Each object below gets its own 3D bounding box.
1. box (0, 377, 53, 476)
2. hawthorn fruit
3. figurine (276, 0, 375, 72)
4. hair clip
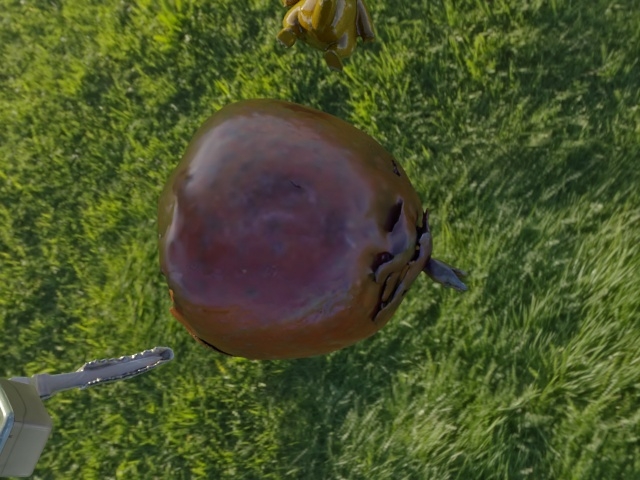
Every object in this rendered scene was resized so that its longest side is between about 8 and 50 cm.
[{"bbox_3d":[-0.366,0.218,0.836,0.122,0.062,0.089,30,97,49],"label":"box"},{"bbox_3d":[0.000,0.000,0.727,0.307,0.276,0.276,9,80,16],"label":"hawthorn fruit"},{"bbox_3d":[0.024,-0.295,0.818,0.121,0.122,0.176,23,58,2],"label":"figurine"},{"bbox_3d":[-0.320,0.190,1.005,0.226,0.072,0.034,-11,70,-21],"label":"hair clip"}]
